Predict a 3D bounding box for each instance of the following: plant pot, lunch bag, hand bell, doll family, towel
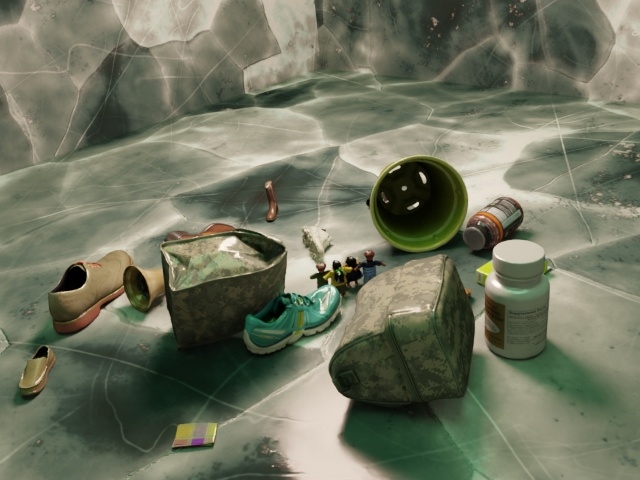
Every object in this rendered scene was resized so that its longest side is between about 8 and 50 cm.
[{"bbox_3d":[0.267,-0.132,1.808,0.275,0.276,0.254,-8,16,-1],"label":"plant pot"},{"bbox_3d":[0.164,0.186,1.250,0.255,0.213,0.305,-14,21,24],"label":"lunch bag"},{"bbox_3d":[-0.404,0.100,1.681,0.126,0.126,0.242,18,24,38],"label":"hand bell"},{"bbox_3d":[0.071,0.083,1.566,0.192,0.111,0.076,-18,30,-20],"label":"doll family"},{"bbox_3d":[-0.244,0.379,1.188,0.083,0.009,0.060,-5,27,2],"label":"towel"},{"bbox_3d":[-0.217,0.103,1.436,0.286,0.235,0.169,-11,50,-17],"label":"lunch bag"}]

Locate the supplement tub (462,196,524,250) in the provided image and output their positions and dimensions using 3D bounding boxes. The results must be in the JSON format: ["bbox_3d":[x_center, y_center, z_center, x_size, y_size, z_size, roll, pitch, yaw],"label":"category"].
[{"bbox_3d":[0.482,-0.043,1.719,0.106,0.106,0.197,20,38,40],"label":"supplement tub"}]

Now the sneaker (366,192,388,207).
[{"bbox_3d":[0.190,-0.137,2.017,0.089,0.051,0.170,-6,31,-7],"label":"sneaker"}]

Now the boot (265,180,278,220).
[{"bbox_3d":[-0.168,-0.135,2.025,0.037,0.114,0.106,-4,28,7],"label":"boot"}]

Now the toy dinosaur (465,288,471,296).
[{"bbox_3d":[0.297,0.152,1.436,0.112,0.064,0.211,11,33,28],"label":"toy dinosaur"}]

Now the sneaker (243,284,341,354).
[{"bbox_3d":[-0.060,0.169,1.435,0.275,0.110,0.107,-26,33,-33],"label":"sneaker"}]

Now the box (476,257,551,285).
[{"bbox_3d":[0.498,0.074,1.561,0.178,0.043,0.109,-27,34,-31],"label":"box"}]

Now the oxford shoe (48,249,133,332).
[{"bbox_3d":[-0.617,0.101,1.665,0.122,0.130,0.348,-1,28,10],"label":"oxford shoe"}]

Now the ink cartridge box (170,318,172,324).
[{"bbox_3d":[-0.325,0.181,1.557,0.062,0.029,0.115,5,31,21],"label":"ink cartridge box"}]

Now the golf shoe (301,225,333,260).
[{"bbox_3d":[0.000,0.000,1.791,0.085,0.069,0.176,-6,28,-11],"label":"golf shoe"}]

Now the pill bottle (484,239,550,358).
[{"bbox_3d":[0.414,0.122,1.287,0.131,0.229,0.131,-6,27,3],"label":"pill bottle"}]

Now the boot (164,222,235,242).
[{"bbox_3d":[-0.260,0.043,1.729,0.280,0.096,0.264,29,16,34],"label":"boot"}]

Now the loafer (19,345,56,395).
[{"bbox_3d":[-0.652,0.296,1.393,0.056,0.050,0.148,-8,28,-3],"label":"loafer"}]
